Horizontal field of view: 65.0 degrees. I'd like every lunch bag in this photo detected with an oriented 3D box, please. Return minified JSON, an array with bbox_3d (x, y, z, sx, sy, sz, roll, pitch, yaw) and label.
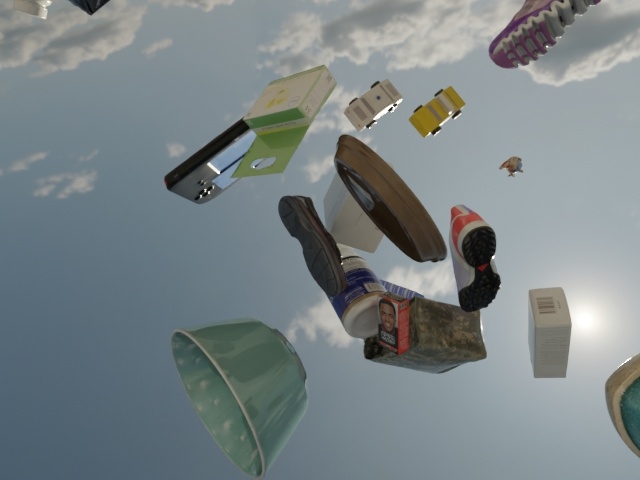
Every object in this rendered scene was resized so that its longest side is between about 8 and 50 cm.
[{"bbox_3d":[0.284,0.285,1.433,0.235,0.287,0.169,14,-123,-23],"label":"lunch bag"}]

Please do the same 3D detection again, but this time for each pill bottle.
[{"bbox_3d":[-0.630,-0.566,1.104,0.078,0.137,0.078,16,-167,-4],"label":"pill bottle"},{"bbox_3d":[0.090,0.132,1.417,0.153,0.153,0.265,-23,-136,-8],"label":"pill bottle"}]

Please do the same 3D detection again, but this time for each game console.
[{"bbox_3d":[-0.194,-0.230,1.271,0.386,0.060,0.342,-38,-178,-1],"label":"game console"}]

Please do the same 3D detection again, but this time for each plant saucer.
[{"bbox_3d":[0.110,-0.063,0.868,0.041,0.278,0.278,-39,-141,-2],"label":"plant saucer"}]

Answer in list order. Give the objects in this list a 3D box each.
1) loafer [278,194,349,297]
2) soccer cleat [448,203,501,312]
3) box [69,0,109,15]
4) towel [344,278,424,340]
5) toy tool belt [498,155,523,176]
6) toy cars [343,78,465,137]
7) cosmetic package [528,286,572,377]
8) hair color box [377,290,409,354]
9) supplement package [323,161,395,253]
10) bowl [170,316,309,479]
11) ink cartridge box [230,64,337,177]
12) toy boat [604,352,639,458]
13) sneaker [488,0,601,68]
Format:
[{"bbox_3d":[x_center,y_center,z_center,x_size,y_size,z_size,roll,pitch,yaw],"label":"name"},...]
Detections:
[{"bbox_3d":[0.000,0.000,1.269,0.095,0.109,0.303,-15,-118,-33],"label":"loafer"},{"bbox_3d":[0.371,0.051,1.239,0.108,0.318,0.116,-19,-137,0],"label":"soccer cleat"},{"bbox_3d":[-0.341,-0.503,0.727,0.293,0.073,0.296,35,-108,11],"label":"box"},{"bbox_3d":[0.225,0.271,1.833,0.040,0.244,0.336,13,-178,-38],"label":"towel"},{"bbox_3d":[0.504,-0.190,1.311,0.051,0.052,0.083,49,-145,10],"label":"toy tool belt"},{"bbox_3d":[0.270,-0.414,1.534,0.393,0.087,0.177,3,-101,-10],"label":"toy cars"},{"bbox_3d":[0.569,0.235,1.257,0.085,0.231,0.117,-6,-136,18],"label":"cosmetic package"},{"bbox_3d":[0.181,0.204,1.250,0.043,0.141,0.072,-18,-157,-37],"label":"hair color box"},{"bbox_3d":[0.114,-0.113,1.409,0.149,0.194,0.203,17,-147,-15],"label":"supplement package"},{"bbox_3d":[-0.139,0.270,0.964,0.163,0.312,0.311,-29,-143,-32],"label":"bowl"},{"bbox_3d":[-0.087,-0.231,0.986,0.171,0.056,0.235,2,-126,45],"label":"ink cartridge box"},{"bbox_3d":[0.526,0.171,0.649,0.267,0.319,0.148,8,-168,-4],"label":"toy boat"},{"bbox_3d":[0.379,-0.400,0.855,0.236,0.095,0.105,-41,-123,17],"label":"sneaker"}]
